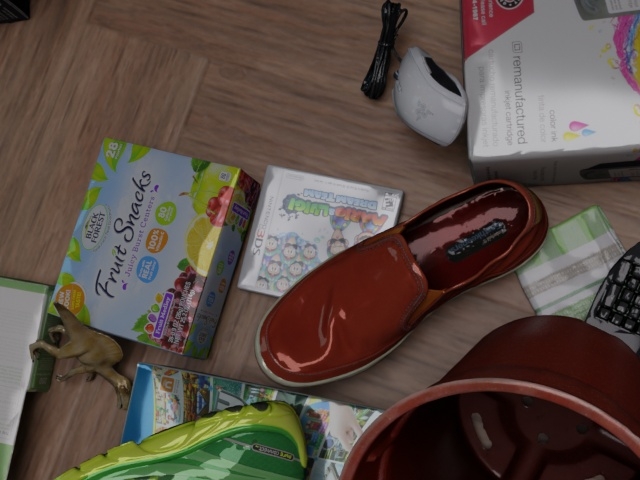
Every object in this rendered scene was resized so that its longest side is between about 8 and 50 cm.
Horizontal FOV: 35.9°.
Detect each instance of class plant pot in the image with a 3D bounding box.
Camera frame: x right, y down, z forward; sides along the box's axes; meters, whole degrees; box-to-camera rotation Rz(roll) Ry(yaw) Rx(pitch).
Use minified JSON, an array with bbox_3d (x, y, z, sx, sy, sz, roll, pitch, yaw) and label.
[{"bbox_3d":[0.183,0.196,0.843,0.272,0.265,0.272,6,106,20],"label":"plant pot"}]

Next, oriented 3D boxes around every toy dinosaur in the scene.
[{"bbox_3d":[-0.259,0.110,1.056,0.093,0.183,0.053,-5,44,22],"label":"toy dinosaur"}]

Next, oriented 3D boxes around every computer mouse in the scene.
[{"bbox_3d":[0.090,-0.164,1.008,0.193,0.042,0.106,59,136,50],"label":"computer mouse"}]

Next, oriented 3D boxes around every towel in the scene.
[{"bbox_3d":[0.271,0.052,1.005,0.113,0.023,0.152,-28,75,5],"label":"towel"}]

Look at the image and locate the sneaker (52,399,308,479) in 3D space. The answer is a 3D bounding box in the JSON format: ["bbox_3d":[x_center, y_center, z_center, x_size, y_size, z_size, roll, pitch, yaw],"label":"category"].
[{"bbox_3d":[-0.149,0.245,0.916,0.296,0.109,0.123,-23,75,8],"label":"sneaker"}]

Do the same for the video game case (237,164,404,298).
[{"bbox_3d":[0.000,0.000,1.073,0.157,0.019,0.143,12,83,13],"label":"video game case"}]

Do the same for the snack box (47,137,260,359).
[{"bbox_3d":[-0.182,0.008,1.080,0.175,0.070,0.207,15,82,20],"label":"snack box"}]

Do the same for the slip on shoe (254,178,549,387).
[{"bbox_3d":[0.077,0.036,0.984,0.331,0.101,0.123,-29,71,1],"label":"slip on shoe"}]

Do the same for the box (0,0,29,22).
[{"bbox_3d":[-0.467,-0.342,1.189,0.207,0.108,0.153,-6,79,10],"label":"box"}]

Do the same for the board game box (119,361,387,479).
[{"bbox_3d":[-0.054,0.261,0.999,0.303,0.097,0.224,9,81,14],"label":"board game box"}]

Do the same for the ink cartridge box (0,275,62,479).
[{"bbox_3d":[-0.392,0.153,1.110,0.171,0.056,0.235,8,85,14],"label":"ink cartridge box"}]

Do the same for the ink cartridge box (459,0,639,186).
[{"bbox_3d":[0.298,-0.179,0.987,0.306,0.131,0.226,-4,79,13],"label":"ink cartridge box"}]

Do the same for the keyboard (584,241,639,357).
[{"bbox_3d":[0.399,0.148,0.942,0.317,0.033,0.201,24,92,11],"label":"keyboard"}]
